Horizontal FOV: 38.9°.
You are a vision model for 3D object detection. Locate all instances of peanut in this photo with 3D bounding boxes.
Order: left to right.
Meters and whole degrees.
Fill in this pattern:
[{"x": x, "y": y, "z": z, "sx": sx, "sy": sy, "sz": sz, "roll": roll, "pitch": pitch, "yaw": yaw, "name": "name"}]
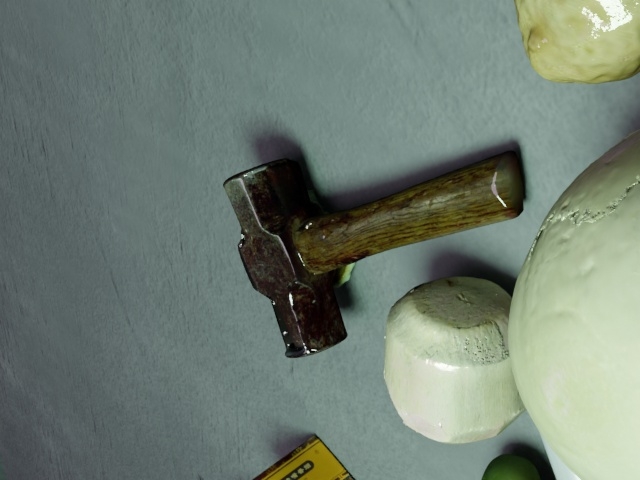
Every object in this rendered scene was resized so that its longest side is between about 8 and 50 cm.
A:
[{"x": 0.219, "y": -0.197, "z": 0.714, "sx": 0.141, "sy": 0.109, "sz": 0.159, "roll": -114, "pitch": 37, "yaw": -47, "name": "peanut"}]

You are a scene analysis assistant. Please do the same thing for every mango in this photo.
[{"x": 0.208, "y": 0.323, "z": 1.002, "sx": 0.091, "sy": 0.195, "sz": 0.130, "roll": 5, "pitch": 127, "yaw": 10, "name": "mango"}]

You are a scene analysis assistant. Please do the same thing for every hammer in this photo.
[{"x": 0.066, "y": -0.012, "z": 1.033, "sx": 0.408, "sy": 0.095, "sz": 0.243, "roll": -17, "pitch": 93, "yaw": 44, "name": "hammer"}]

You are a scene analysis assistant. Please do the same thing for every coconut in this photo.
[{"x": 0.145, "y": 0.136, "z": 0.973, "sx": 0.171, "sy": 0.171, "sz": 0.183, "roll": 27, "pitch": 129, "yaw": 38, "name": "coconut"}]

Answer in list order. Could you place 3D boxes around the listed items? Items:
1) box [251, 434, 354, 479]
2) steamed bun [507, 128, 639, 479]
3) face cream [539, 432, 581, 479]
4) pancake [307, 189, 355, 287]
[{"x": 0.007, "y": 0.423, "z": 1.324, "sx": 0.237, "sy": 0.152, "sz": 0.070, "roll": 48, "pitch": 142, "yaw": 20, "name": "box"}, {"x": 0.274, "y": 0.024, "z": 0.627, "sx": 0.233, "sy": 0.312, "sz": 0.334, "roll": 53, "pitch": 135, "yaw": 8, "name": "steamed bun"}, {"x": 0.301, "y": 0.266, "z": 0.824, "sx": 0.080, "sy": 0.163, "sz": 0.337, "roll": -26, "pitch": 81, "yaw": 51, "name": "face cream"}, {"x": -0.001, "y": 0.003, "z": 1.181, "sx": 0.129, "sy": 0.022, "sz": 0.116, "roll": 51, "pitch": 142, "yaw": 23, "name": "pancake"}]
